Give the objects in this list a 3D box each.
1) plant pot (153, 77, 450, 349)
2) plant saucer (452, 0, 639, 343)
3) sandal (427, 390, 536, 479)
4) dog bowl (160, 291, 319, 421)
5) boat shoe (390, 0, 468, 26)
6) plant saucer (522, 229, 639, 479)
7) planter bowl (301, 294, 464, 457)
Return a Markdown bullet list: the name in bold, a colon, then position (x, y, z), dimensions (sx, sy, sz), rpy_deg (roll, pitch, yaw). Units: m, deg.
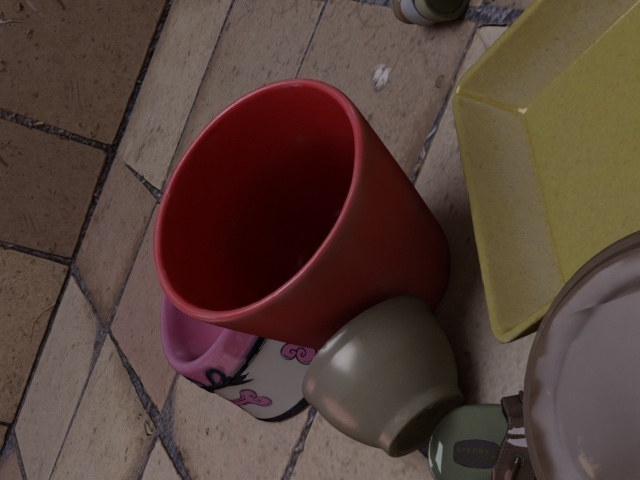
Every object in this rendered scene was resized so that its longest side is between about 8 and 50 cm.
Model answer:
- **plant pot**: position (0.000, 0.000, 1.079), dimensions (0.275, 0.243, 0.274), rpy_deg (-20, 55, 31)
- **plant saucer**: position (0.265, -0.111, 0.884), dimensions (0.333, 0.081, 0.332), rpy_deg (-46, 35, 41)
- **sandal**: position (0.174, 0.183, 0.854), dimensions (0.303, 0.086, 0.120), rpy_deg (-26, 51, 56)
- **dog bowl**: position (-0.091, 0.039, 1.395), dimensions (0.408, 0.150, 0.407), rpy_deg (-41, 39, 45)
- **boat shoe**: position (0.149, -0.426, 1.277), dimensions (0.103, 0.113, 0.302), rpy_deg (6, 80, 60)
- **plant saucer**: position (0.255, 0.118, 0.694), dimensions (0.278, 0.041, 0.277), rpy_deg (-11, 74, 43)
- **planter bowl**: position (0.077, 0.151, 1.014), dimensions (0.109, 0.162, 0.162), rpy_deg (51, 122, 29)
